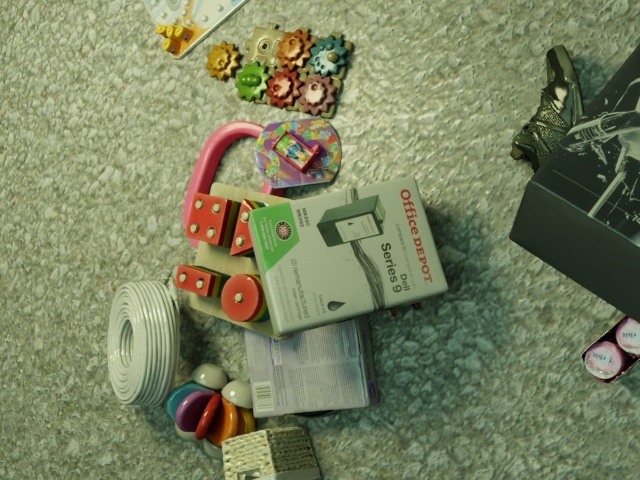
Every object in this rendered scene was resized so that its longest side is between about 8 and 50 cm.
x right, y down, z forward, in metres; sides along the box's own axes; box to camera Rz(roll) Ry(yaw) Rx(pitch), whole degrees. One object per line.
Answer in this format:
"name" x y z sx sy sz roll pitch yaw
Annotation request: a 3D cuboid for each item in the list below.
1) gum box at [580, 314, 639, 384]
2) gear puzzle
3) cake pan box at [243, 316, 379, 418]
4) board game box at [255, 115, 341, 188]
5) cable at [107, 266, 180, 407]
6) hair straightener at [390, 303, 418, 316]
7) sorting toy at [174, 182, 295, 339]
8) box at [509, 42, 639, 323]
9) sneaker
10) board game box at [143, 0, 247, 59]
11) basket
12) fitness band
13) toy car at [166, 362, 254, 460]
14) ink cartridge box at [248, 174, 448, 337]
"gum box" 0.483 0.139 1.078 0.188 0.107 0.062 -47 67 15
"gear puzzle" -0.104 -0.365 1.460 0.339 0.044 0.175 17 92 27
"cake pan box" -0.024 0.203 1.348 0.246 0.070 0.266 -14 78 27
"board game box" -0.044 -0.175 1.379 0.169 0.033 0.133 -7 84 1
"cable" -0.364 0.210 1.448 0.257 0.089 0.257 -42 52 47
"hair straightener" 0.144 0.020 1.306 0.089 0.047 0.230 -15 71 1
"sorting toy" -0.156 0.031 1.345 0.256 0.089 0.257 15 93 35
"box" 0.498 -0.056 0.969 0.343 0.179 0.312 35 73 20
"sneaker" 0.373 -0.208 1.181 0.130 0.087 0.227 -7 87 19
"board game box" -0.270 -0.668 1.574 0.390 0.050 0.389 -35 71 20
"basket" -0.092 0.404 1.307 0.113 0.167 0.103 -21 71 23
"fitness band" -0.178 -0.103 1.466 0.209 0.054 0.290 21 93 27
"toy car" -0.224 0.339 1.394 0.182 0.136 0.159 23 96 27
"ink cartridge box" 0.042 0.026 1.198 0.289 0.121 0.211 -14 81 -10
